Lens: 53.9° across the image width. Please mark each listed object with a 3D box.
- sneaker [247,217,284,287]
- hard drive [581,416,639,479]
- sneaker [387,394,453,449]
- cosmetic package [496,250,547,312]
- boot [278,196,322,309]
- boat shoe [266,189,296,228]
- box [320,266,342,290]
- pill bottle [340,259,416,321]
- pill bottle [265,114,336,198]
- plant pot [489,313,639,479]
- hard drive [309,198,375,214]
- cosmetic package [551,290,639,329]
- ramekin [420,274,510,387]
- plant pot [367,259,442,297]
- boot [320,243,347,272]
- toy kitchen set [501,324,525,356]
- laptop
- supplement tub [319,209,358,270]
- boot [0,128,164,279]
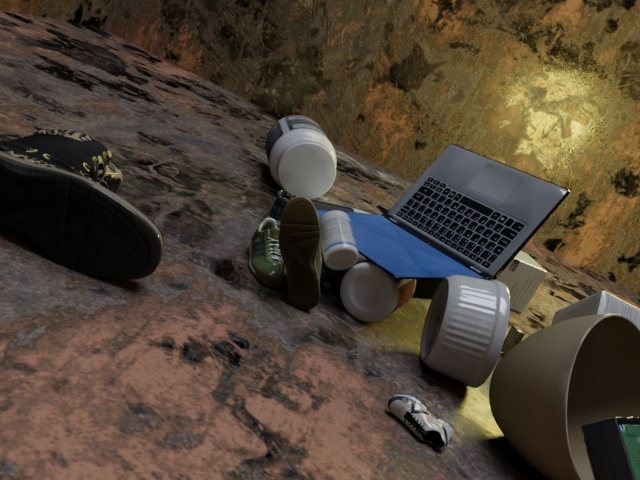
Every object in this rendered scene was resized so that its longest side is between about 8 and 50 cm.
[{"bbox_3d":[-0.103,0.015,1.273,0.064,0.086,0.192,19,17,-22],"label":"sneaker"},{"bbox_3d":[0.519,0.382,0.910,0.339,0.064,0.237,14,57,-38],"label":"hard drive"},{"bbox_3d":[0.148,0.271,0.944,0.109,0.040,0.044,30,18,15],"label":"sneaker"},{"bbox_3d":[0.541,0.096,1.890,0.183,0.151,0.151,21,17,-14],"label":"cosmetic package"},{"bbox_3d":[-0.035,0.007,1.217,0.077,0.213,0.165,-4,16,1],"label":"boot"},{"bbox_3d":[-0.088,-0.091,1.631,0.065,0.083,0.183,26,16,-2],"label":"boat shoe"},{"bbox_3d":[-0.001,0.076,1.362,0.083,0.018,0.067,30,17,12],"label":"box"},{"bbox_3d":[0.132,0.093,1.330,0.121,0.121,0.216,31,16,17],"label":"pill bottle"},{"bbox_3d":[-0.063,-0.263,1.986,0.210,0.210,0.363,22,17,-15],"label":"pill bottle"},{"bbox_3d":[0.392,0.258,1.027,0.284,0.284,0.191,14,-11,-36],"label":"plant pot"},{"bbox_3d":[0.153,-0.050,1.833,0.353,0.047,0.233,13,2,-37],"label":"hard drive"},{"bbox_3d":[0.729,0.283,1.440,0.365,0.155,0.197,27,-26,-5],"label":"cosmetic package"},{"bbox_3d":[0.264,0.162,1.183,0.109,0.207,0.207,17,16,0],"label":"ramekin"},{"bbox_3d":[0.260,0.040,1.616,0.167,0.187,0.188,30,10,-39],"label":"plant pot"},{"bbox_3d":[0.000,0.000,1.513,0.123,0.095,0.258,34,15,-21],"label":"boot"},{"bbox_3d":[0.471,0.250,1.439,0.083,0.075,0.068,15,20,-20],"label":"toy kitchen set"},{"bbox_3d":[0.241,-0.086,1.396,0.236,0.408,0.382,46,-5,-39],"label":"laptop"},{"bbox_3d":[0.034,0.000,1.257,0.071,0.071,0.107,18,42,-28],"label":"supplement tub"},{"bbox_3d":[-0.402,-0.080,1.043,0.377,0.138,0.284,20,16,0],"label":"boot"}]
